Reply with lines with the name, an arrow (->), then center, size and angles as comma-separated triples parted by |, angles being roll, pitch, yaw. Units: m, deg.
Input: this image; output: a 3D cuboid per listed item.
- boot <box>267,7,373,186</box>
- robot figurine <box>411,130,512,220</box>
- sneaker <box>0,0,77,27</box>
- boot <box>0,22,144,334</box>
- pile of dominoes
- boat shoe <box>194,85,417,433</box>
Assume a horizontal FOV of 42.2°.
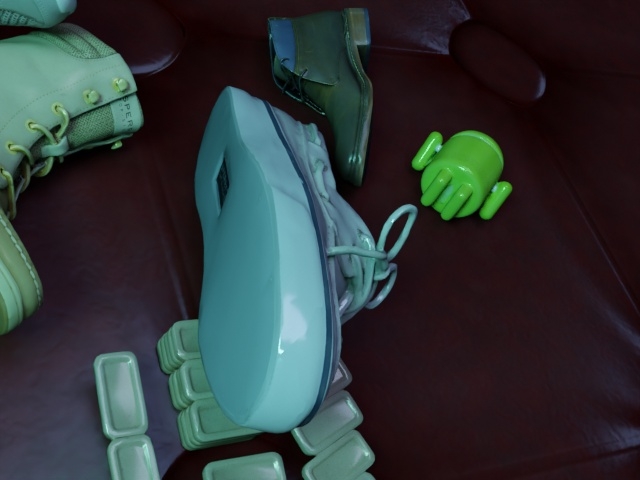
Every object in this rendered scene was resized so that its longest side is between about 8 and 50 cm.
boot -> -0.003, -0.145, 0.833 | 0.106, 0.082, 0.219 | 1, 57, -2
robot figurine -> 0.145, -0.068, 0.841 | 0.101, 0.067, 0.115 | 35, 46, 6
sneaker -> -0.319, -0.194, 0.637 | 0.281, 0.105, 0.115 | 12, 60, 16
boot -> -0.214, -0.065, 0.618 | 0.203, 0.095, 0.262 | -20, 58, -38
pile of dominoes -> -0.049, 0.176, 0.579 | 0.196, 0.040, 0.251 | -2, 65, -31
boat shoe -> -0.004, 0.006, 0.620 | 0.157, 0.135, 0.367 | 15, 25, -20
